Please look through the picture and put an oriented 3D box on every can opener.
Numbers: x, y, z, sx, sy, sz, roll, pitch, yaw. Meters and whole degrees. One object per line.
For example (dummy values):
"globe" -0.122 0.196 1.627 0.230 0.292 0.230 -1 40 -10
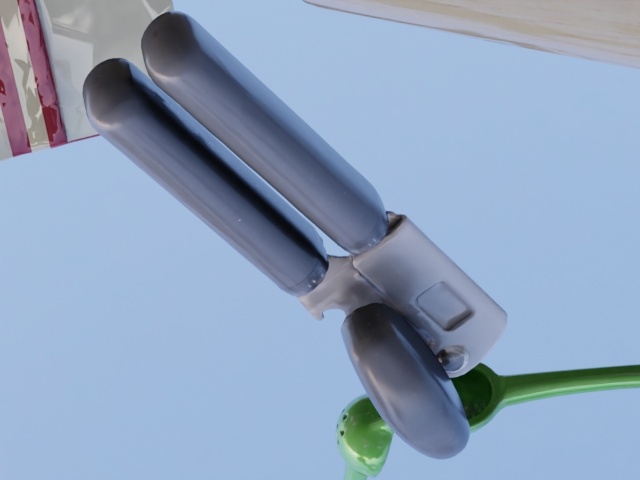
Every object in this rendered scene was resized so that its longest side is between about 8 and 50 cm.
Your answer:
"can opener" 0.000 0.000 0.925 0.074 0.280 0.093 -37 -147 14

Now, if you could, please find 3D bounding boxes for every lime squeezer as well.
"lime squeezer" 0.082 0.128 1.227 0.310 0.110 0.059 -32 -159 31

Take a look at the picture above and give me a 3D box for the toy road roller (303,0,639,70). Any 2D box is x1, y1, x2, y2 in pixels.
"toy road roller" 0.066 -0.197 0.301 0.202 0.329 0.241 14 -116 21

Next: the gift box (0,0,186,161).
"gift box" -0.234 -0.214 1.138 0.255 0.258 0.276 -17 -145 -12
